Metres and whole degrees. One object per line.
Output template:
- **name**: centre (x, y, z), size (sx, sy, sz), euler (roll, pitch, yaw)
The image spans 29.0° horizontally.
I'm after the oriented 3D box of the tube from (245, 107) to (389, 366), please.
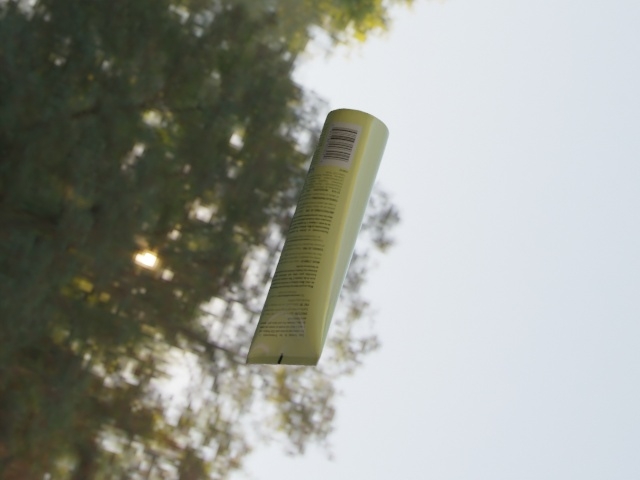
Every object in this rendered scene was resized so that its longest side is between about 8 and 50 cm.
- **tube**: centre (0.000, 0.000, 1.089), size (0.070, 0.062, 0.240), euler (102, 6, -68)
